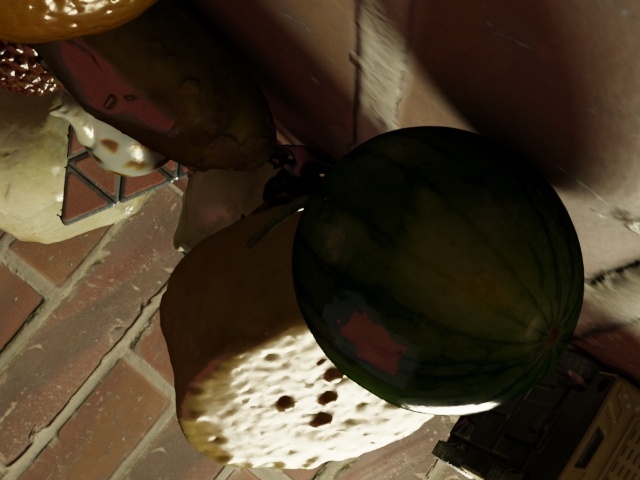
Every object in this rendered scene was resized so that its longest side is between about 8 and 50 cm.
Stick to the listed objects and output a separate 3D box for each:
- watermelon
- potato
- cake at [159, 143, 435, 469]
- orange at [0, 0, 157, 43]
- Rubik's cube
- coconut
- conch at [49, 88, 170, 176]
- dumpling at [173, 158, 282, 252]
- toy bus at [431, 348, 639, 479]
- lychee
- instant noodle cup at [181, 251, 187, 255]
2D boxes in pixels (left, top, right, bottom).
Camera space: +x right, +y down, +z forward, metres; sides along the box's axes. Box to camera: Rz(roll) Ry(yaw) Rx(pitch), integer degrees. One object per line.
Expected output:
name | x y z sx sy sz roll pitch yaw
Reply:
watermelon | 0.069 0.014 0.731 0.214 0.188 0.188 34 172 37
potato | -0.165 -0.166 1.050 0.296 0.141 0.191 38 177 -16
cake | -0.023 0.045 1.197 0.332 0.332 0.321 46 -159 -48
orange | -0.269 -0.276 0.808 0.334 0.196 0.262 46 161 1
Rubik's cube | -0.295 -0.170 1.781 0.233 0.228 0.229 4 146 -25
coconut | -0.553 -0.166 2.177 0.415 0.345 0.415 7 156 3
conch | -0.254 -0.178 1.484 0.148 0.183 0.275 -3 180 8
dumpling | -0.133 -0.057 1.455 0.131 0.179 0.252 38 174 -34
toy bus | 0.272 0.239 1.236 0.201 0.177 0.365 34 174 -6
lychee | -0.354 -0.258 1.297 0.188 0.188 0.188 39 174 5
instant noodle cup | -0.130 0.019 2.029 0.240 0.178 0.240 39 174 5
